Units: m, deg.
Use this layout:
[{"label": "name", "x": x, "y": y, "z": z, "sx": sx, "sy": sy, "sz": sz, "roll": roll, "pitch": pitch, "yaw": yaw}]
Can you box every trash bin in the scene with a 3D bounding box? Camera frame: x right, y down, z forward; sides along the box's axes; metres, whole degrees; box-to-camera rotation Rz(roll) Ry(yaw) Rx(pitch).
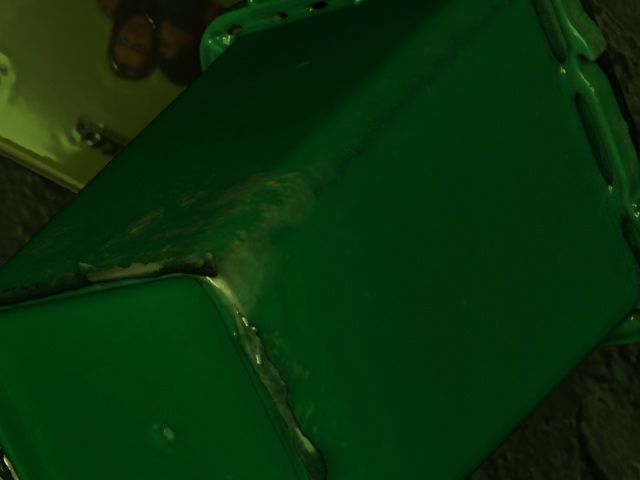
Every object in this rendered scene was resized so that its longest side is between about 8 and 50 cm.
[{"label": "trash bin", "x": 0.000, "y": 0.000, "z": 0.962, "sx": 0.381, "sy": 0.259, "sz": 0.295, "roll": -44, "pitch": 116, "yaw": -50}]

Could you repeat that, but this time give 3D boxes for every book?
[{"label": "book", "x": -0.086, "y": -0.186, "z": 1.163, "sx": 0.239, "sy": 0.035, "sz": 0.352, "roll": 27, "pitch": 71, "yaw": -18}]

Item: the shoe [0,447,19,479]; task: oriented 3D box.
[{"label": "shoe", "x": -0.168, "y": 0.133, "z": 1.029, "sx": 0.095, "sy": 0.110, "sz": 0.265, "roll": 22, "pitch": 70, "yaw": -18}]
